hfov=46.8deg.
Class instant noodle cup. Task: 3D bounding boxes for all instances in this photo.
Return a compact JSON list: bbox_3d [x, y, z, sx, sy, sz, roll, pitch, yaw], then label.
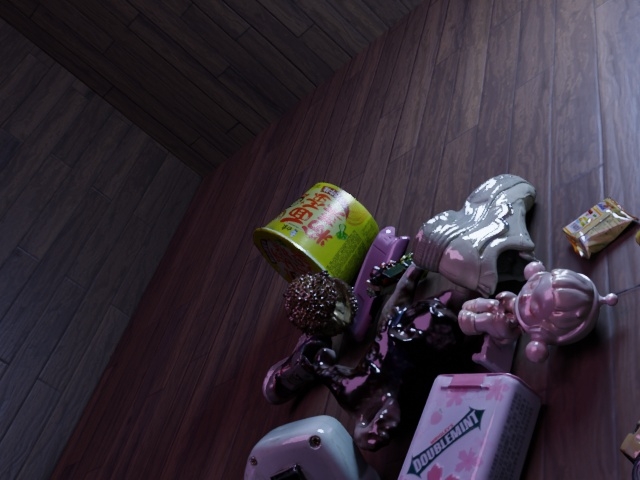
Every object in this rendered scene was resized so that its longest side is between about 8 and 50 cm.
[{"bbox_3d":[0.000,0.000,1.995,0.221,0.311,0.311,-48,20,-20],"label":"instant noodle cup"}]

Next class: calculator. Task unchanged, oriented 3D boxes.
[{"bbox_3d":[0.124,0.108,1.794,0.194,0.043,0.294,-134,66,-74],"label":"calculator"}]

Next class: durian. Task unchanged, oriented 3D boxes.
[{"bbox_3d":[-0.013,0.154,1.772,0.196,0.196,0.167,-1,62,62],"label":"durian"}]

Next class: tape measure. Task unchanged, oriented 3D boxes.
[{"bbox_3d":[-0.027,0.463,1.368,0.243,0.246,0.125,-35,-1,23],"label":"tape measure"}]

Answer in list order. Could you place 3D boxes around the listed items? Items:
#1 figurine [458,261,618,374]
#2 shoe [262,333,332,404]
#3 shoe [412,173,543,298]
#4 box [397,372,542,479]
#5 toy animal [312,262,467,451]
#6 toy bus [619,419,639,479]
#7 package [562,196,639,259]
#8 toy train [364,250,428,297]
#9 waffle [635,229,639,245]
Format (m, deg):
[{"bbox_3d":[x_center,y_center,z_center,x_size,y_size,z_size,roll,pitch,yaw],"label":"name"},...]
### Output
[{"bbox_3d":[0.373,0.134,1.265,0.257,0.144,0.182,-29,10,47],"label":"figurine"},{"bbox_3d":[-0.039,0.315,1.794,0.227,0.099,0.125,-51,19,-11],"label":"shoe"},{"bbox_3d":[0.363,0.000,1.488,0.342,0.132,0.210,-31,53,-32],"label":"shoe"},{"bbox_3d":[0.214,0.397,1.178,0.190,0.112,0.369,-16,42,55],"label":"box"},{"bbox_3d":[0.166,0.234,1.426,0.344,0.194,0.302,-49,16,10],"label":"toy animal"},{"bbox_3d":[0.499,0.276,0.738,0.202,0.177,0.365,-48,25,-4],"label":"toy bus"},{"bbox_3d":[0.512,-0.025,1.367,0.121,0.031,0.108,-40,24,12],"label":"package"},{"bbox_3d":[0.177,0.073,1.628,0.250,0.053,0.085,-17,-45,-54],"label":"toy train"},{"bbox_3d":[0.675,-0.086,1.085,0.379,0.095,0.382,-55,24,-15],"label":"waffle"}]
